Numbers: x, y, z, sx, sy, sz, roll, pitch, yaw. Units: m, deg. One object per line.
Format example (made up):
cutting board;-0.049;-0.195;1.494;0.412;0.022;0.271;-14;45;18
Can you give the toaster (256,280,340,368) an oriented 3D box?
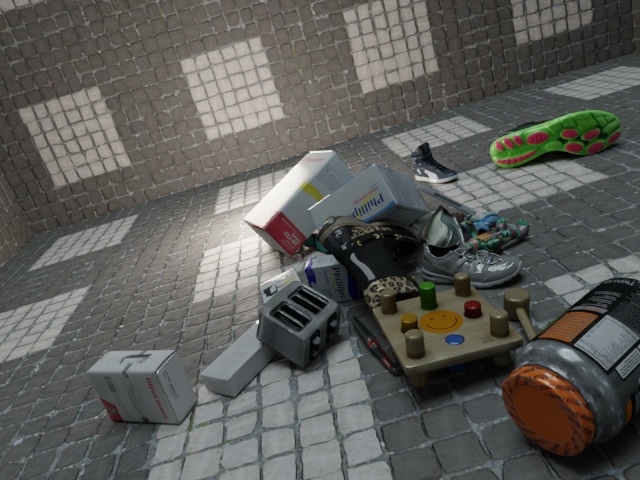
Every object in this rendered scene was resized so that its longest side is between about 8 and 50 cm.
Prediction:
toaster;-0.059;0.206;1.389;0.186;0.110;0.168;29;41;22

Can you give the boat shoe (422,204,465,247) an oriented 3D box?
boat shoe;0.399;-0.024;1.754;0.099;0.116;0.319;29;19;-2

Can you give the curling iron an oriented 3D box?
curling iron;0.140;0.247;1.326;0.068;0.035;0.274;-20;22;-19

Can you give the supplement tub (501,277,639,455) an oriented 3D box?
supplement tub;0.474;0.213;0.947;0.316;0.193;0.194;-29;24;-26

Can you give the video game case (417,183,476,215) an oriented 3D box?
video game case;0.419;-0.139;1.836;0.193;0.023;0.212;27;9;4

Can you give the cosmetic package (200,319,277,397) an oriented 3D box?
cosmetic package;-0.187;0.299;1.409;0.099;0.060;0.239;-1;27;38

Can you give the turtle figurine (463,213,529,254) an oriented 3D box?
turtle figurine;0.490;-0.015;1.593;0.234;0.118;0.175;-13;31;-35

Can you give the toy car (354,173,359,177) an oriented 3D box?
toy car;0.206;-0.085;1.935;0.210;0.219;0.238;3;58;39

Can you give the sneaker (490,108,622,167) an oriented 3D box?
sneaker;0.922;-0.426;2.174;0.483;0.185;0.202;-7;28;22

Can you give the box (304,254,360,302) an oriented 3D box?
box;0.039;0.112;1.605;0.137;0.126;0.072;-11;21;15

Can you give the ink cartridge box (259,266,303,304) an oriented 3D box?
ink cartridge box;-0.104;0.166;1.630;0.127;0.072;0.175;-29;23;-3

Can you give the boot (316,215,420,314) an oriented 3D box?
boot;0.189;0.074;1.499;0.377;0.138;0.284;10;38;-46

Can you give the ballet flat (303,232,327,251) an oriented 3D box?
ballet flat;0.000;0.000;1.997;0.070;0.070;0.188;-30;29;-30

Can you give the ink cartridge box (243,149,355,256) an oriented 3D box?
ink cartridge box;-0.075;-0.148;2.060;0.384;0.160;0.279;-48;22;-9

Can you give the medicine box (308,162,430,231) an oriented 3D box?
medicine box;0.157;-0.092;1.710;0.263;0.149;0.289;-34;-19;25

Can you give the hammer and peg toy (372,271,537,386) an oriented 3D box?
hammer and peg toy;0.319;0.175;1.195;0.362;0.127;0.266;-12;23;-5

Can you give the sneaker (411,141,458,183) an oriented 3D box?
sneaker;0.473;-0.329;2.303;0.086;0.163;0.226;-29;26;-31

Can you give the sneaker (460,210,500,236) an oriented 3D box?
sneaker;0.513;-0.044;1.735;0.162;0.073;0.063;-13;-16;-33

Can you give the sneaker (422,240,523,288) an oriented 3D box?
sneaker;0.399;0.057;1.483;0.281;0.115;0.105;-3;26;32

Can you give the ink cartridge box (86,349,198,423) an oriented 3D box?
ink cartridge box;-0.429;0.353;1.326;0.218;0.158;0.092;-5;24;26
